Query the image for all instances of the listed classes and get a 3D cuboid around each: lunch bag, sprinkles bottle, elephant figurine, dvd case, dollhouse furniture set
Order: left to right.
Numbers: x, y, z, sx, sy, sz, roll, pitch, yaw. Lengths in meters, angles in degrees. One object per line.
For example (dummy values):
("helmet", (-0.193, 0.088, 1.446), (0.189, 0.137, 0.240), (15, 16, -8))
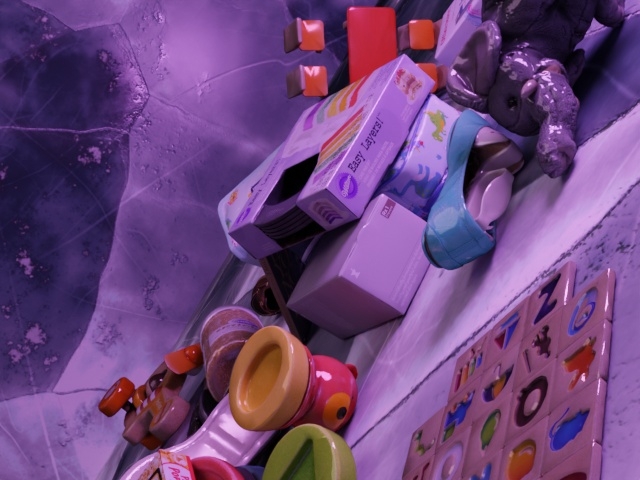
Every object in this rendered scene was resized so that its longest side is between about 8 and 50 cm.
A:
("sprinkles bottle", (-0.143, 0.195, 1.873), (0.121, 0.121, 0.355), (-59, 10, 1))
("lunch bag", (-0.062, -0.077, 1.996), (0.223, 0.160, 0.262), (-40, 4, 17))
("dvd case", (-0.047, 0.032, 1.718), (0.018, 0.221, 0.164), (-8, 34, 21))
("dollhouse furniture set", (0.087, -0.250, 1.769), (0.135, 0.262, 0.259), (173, 94, -76))
("lunch bag", (0.116, -0.089, 1.503), (0.219, 0.090, 0.176), (-47, 16, 52))
("elephant figurine", (0.214, -0.183, 1.146), (0.186, 0.169, 0.239), (20, -95, -71))

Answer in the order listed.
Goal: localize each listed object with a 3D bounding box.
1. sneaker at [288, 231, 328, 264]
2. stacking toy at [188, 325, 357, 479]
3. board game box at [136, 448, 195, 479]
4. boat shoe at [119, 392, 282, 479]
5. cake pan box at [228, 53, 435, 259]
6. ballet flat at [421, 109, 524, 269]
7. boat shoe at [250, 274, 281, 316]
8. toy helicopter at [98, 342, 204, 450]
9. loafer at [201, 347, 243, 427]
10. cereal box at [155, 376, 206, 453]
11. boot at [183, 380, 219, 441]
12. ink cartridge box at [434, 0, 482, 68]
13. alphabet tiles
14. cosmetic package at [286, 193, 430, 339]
("sneaker", (0.037, 0.002, 1.677), (0.099, 0.153, 0.282), (-59, -21, 17))
("stacking toy", (-0.035, 0.287, 1.215), (0.309, 0.130, 0.279), (-60, 35, 13))
("board game box", (-0.183, 0.356, 1.223), (0.147, 0.045, 0.193), (-52, 37, 23))
("boat shoe", (-0.170, 0.319, 1.466), (0.324, 0.116, 0.097), (-41, -21, -40))
("cake pan box", (0.010, -0.105, 1.472), (0.245, 0.070, 0.267), (-23, 31, 54))
("ballet flat", (0.178, -0.065, 1.188), (0.087, 0.083, 0.247), (-20, 32, 35))
("boat shoe", (-0.082, 0.098, 2.006), (0.207, 0.073, 0.073), (-46, 14, 56))
("toy helicopter", (-0.285, 0.293, 2.055), (0.235, 0.140, 0.355), (-49, 13, -7))
("loafer", (-0.105, 0.251, 1.636), (0.251, 0.094, 0.087), (-62, 17, 17))
("cereal box", (-0.262, 0.379, 2.140), (0.240, 0.047, 0.173), (-56, 9, 13))
("boot", (-0.204, 0.361, 1.836), (0.229, 0.091, 0.263), (-64, 5, 2))
("ink cartridge box", (0.260, -0.345, 1.551), (0.212, 0.093, 0.154), (-54, 11, 36))
("alphabet tiles", (0.128, 0.175, 0.844), (0.285, 0.011, 0.342), (-50, 13, 42))
("cosmetic package", (0.051, 0.040, 1.409), (0.127, 0.107, 0.238), (-61, 12, -18))
